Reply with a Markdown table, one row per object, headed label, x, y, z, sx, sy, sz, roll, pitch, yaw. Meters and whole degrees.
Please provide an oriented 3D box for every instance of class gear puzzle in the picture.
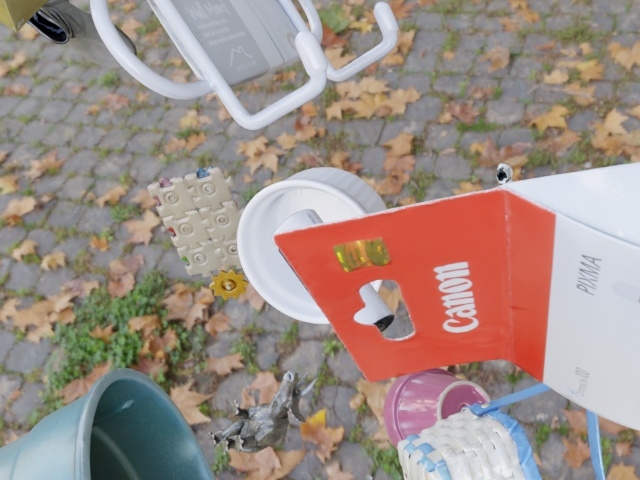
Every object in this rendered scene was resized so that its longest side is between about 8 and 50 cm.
| label | x | y | z | sx | sy | sz | roll | pitch | yaw |
| --- | --- | --- | --- | --- | --- | --- | --- | --- | --- |
| gear puzzle | -0.227 | -0.008 | 1.516 | 0.175 | 0.339 | 0.044 | -14 | 34 | 6 |

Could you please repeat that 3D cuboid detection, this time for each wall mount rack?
| label | x | y | z | sx | sy | sz | roll | pitch | yaw |
| --- | --- | --- | --- | --- | --- | --- | --- | --- | --- |
| wall mount rack | -0.067 | -0.263 | 0.602 | 0.130 | 0.304 | 0.350 | -27 | 10 | 31 |

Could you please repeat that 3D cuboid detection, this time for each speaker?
| label | x | y | z | sx | sy | sz | roll | pitch | yaw |
| --- | --- | --- | --- | --- | --- | --- | --- | --- | --- |
| speaker | 0.012 | 0.036 | 0.678 | 0.055 | 0.055 | 0.136 | -30 | 69 | -16 |

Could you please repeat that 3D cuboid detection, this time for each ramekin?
| label | x | y | z | sx | sy | sz | roll | pitch | yaw |
| --- | --- | --- | --- | --- | --- | --- | --- | --- | --- |
| ramekin | 0.000 | 0.000 | 1.289 | 0.277 | 0.277 | 0.135 | 9 | 27 | 18 |

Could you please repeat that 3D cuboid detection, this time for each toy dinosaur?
| label | x | y | z | sx | sy | sz | roll | pitch | yaw |
| --- | --- | --- | --- | --- | --- | --- | --- | --- | --- |
| toy dinosaur | -0.133 | 0.401 | 1.490 | 0.160 | 0.313 | 0.121 | 6 | 46 | -34 |

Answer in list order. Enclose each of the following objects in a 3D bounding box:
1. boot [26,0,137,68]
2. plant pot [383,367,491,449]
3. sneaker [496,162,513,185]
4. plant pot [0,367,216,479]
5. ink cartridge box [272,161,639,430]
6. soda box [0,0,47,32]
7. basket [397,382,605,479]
| label | x | y | z | sx | sy | sz | roll | pitch | yaw |
| --- | --- | --- | --- | --- | --- | --- | --- | --- | --- |
| boot | -0.441 | -0.365 | 1.235 | 0.083 | 0.246 | 0.161 | -50 | 27 | 16 |
| plant pot | 0.255 | 0.360 | 1.462 | 0.201 | 0.180 | 0.201 | 5 | 74 | -19 |
| sneaker | 0.392 | -0.144 | 1.511 | 0.032 | 0.037 | 0.083 | -30 | 36 | 25 |
| plant pot | -0.292 | 0.348 | 0.706 | 0.334 | 0.341 | 0.341 | -22 | 48 | 3 |
| ink cartridge box | 0.195 | 0.065 | 0.477 | 0.385 | 0.308 | 0.091 | -10 | 61 | 11 |
| soda box | -0.242 | -0.230 | 0.508 | 0.061 | 0.181 | 0.058 | 35 | 73 | -2 |
| basket | 0.264 | 0.335 | 0.980 | 0.289 | 0.201 | 0.255 | -10 | 90 | -8 |
